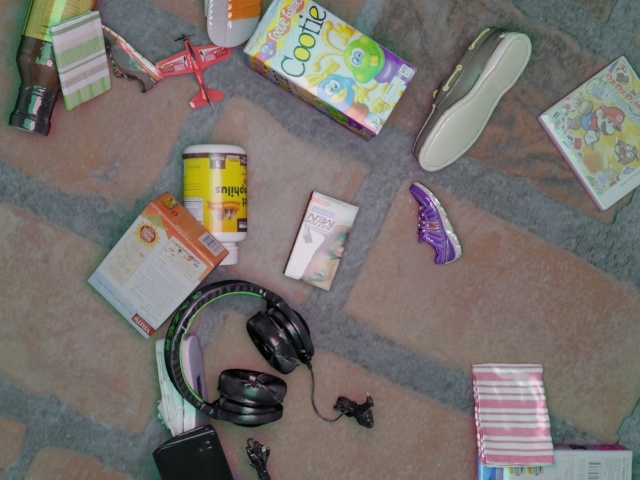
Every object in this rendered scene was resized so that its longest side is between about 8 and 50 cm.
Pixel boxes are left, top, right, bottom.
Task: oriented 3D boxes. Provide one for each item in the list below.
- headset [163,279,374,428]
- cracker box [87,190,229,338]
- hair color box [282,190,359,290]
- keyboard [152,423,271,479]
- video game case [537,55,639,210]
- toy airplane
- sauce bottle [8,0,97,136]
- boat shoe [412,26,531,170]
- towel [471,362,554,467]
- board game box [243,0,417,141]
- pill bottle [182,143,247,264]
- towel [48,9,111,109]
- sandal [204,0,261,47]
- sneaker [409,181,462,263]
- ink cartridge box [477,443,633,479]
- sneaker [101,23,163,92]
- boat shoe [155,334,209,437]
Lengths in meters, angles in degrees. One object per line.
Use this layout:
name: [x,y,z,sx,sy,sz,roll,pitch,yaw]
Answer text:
headset: [-0.085,0.233,1.425,0.394,0.185,0.244,32,81,-26]
cracker box: [-0.291,0.047,1.414,0.156,0.067,0.232,45,120,-2]
hair color box: [0.000,0.000,1.500,0.093,0.053,0.167,19,91,-6]
keyboard: [-0.170,0.470,1.465,0.201,0.033,0.317,-16,114,-4]
video game case: [0.569,-0.209,1.552,0.206,0.026,0.227,-36,94,-3]
toy airplane: [-0.226,-0.313,1.481,0.151,0.028,0.151,2,84,-20]
sauce bottle: [-0.478,-0.360,1.423,0.111,0.111,0.345,17,92,-5]
boat shoe: [0.269,-0.267,1.495,0.305,0.091,0.109,-53,137,3]
towel: [0.369,0.331,1.522,0.144,0.029,0.197,0,71,-6]
board game box: [0.013,-0.315,1.446,0.275,0.144,0.142,32,90,-4]
pill bottle: [-0.192,-0.065,1.450,0.117,0.117,0.215,0,92,-5]
towel: [-0.425,-0.320,1.406,0.023,0.113,0.152,20,129,26]
sandal: [-0.164,-0.489,1.458,0.101,0.076,0.266,-1,104,-28]
sneaker: [0.208,-0.032,1.511,0.071,0.068,0.170,-26,94,2]
ink cartridge box: [0.448,0.493,1.548,0.310,0.065,0.186,1,91,-7]
sneaker: [-0.366,-0.333,1.458,0.158,0.061,0.065,41,95,-4]
boat shoe: [-0.261,0.303,1.480,0.084,0.095,0.258,-3,90,12]
